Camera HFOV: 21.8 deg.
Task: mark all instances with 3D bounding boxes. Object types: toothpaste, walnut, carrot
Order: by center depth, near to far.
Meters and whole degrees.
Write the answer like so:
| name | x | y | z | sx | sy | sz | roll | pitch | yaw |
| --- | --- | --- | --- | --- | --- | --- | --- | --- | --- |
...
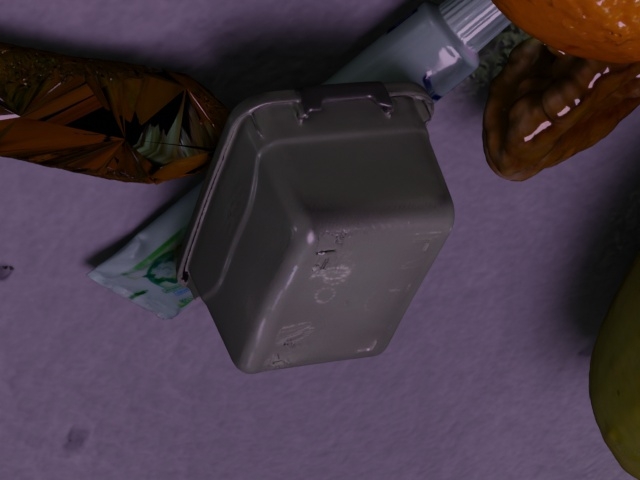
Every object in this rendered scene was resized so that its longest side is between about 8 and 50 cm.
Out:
| name | x | y | z | sx | sy | sz | roll | pitch | yaw |
| --- | --- | --- | --- | --- | --- | --- | --- | --- | --- |
| carrot | -0.154 | -0.073 | 0.867 | 0.229 | 0.069 | 0.069 | 10 | 128 | -32 |
| walnut | 0.163 | -0.102 | 0.971 | 0.170 | 0.069 | 0.143 | -34 | 172 | 3 |
| toothpaste | -0.009 | -0.050 | 0.972 | 0.297 | 0.048 | 0.075 | -39 | 137 | 18 |

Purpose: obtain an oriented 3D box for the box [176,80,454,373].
| name | x | y | z | sx | sy | sz | roll | pitch | yaw |
| --- | --- | --- | --- | --- | --- | --- | --- | --- | --- |
| box | 0.000 | 0.000 | 0.923 | 0.124 | 0.093 | 0.172 | -7 | 145 | -24 |

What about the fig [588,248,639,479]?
| name | x | y | z | sx | sy | sz | roll | pitch | yaw |
| --- | --- | --- | --- | --- | --- | --- | --- | --- | --- |
| fig | 0.315 | 0.054 | 1.096 | 0.258 | 0.258 | 0.326 | 14 | 143 | -35 |

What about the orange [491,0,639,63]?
| name | x | y | z | sx | sy | sz | roll | pitch | yaw |
| --- | --- | --- | --- | --- | --- | --- | --- | --- | --- |
| orange | 0.160 | -0.183 | 0.833 | 0.193 | 0.161 | 0.193 | -16 | 132 | -18 |
